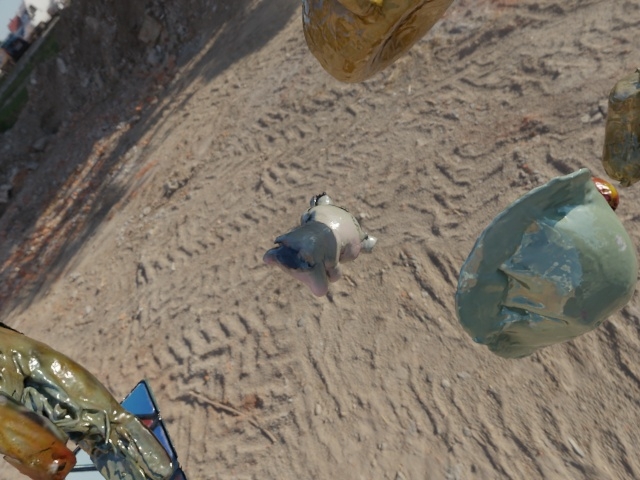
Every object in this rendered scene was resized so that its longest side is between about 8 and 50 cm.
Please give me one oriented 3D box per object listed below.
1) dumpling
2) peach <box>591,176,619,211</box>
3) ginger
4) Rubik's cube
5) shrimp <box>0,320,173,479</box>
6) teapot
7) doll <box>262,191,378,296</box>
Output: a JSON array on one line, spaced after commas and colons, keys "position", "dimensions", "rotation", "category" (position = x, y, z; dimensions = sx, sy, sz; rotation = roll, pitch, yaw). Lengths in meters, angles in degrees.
[{"position": [0.360, 0.057, 0.688], "dimensions": [0.270, 0.320, 0.212], "rotation": [-27, 8, 20], "category": "dumpling"}, {"position": [0.533, -0.093, 0.786], "dimensions": [0.083, 0.078, 0.050], "rotation": [-109, 34, -49], "category": "peach"}, {"position": [0.514, -0.185, 0.677], "dimensions": [0.069, 0.189, 0.095], "rotation": [5, 22, 32], "category": "ginger"}, {"position": [-0.344, 0.394, 0.786], "dimensions": [0.285, 0.250, 0.233], "rotation": [-3, 61, -2], "category": "Rubik's cube"}, {"position": [-0.238, 0.141, 0.346], "dimensions": [0.058, 0.253, 0.173], "rotation": [-49, -1, -15], "category": "shrimp"}, {"position": [0.048, -0.299, 0.460], "dimensions": [0.203, 0.167, 0.311], "rotation": [-38, 3, 36], "category": "teapot"}, {"position": [0.000, 0.000, 0.676], "dimensions": [0.149, 0.095, 0.192], "rotation": [35, 44, 15], "category": "doll"}]
